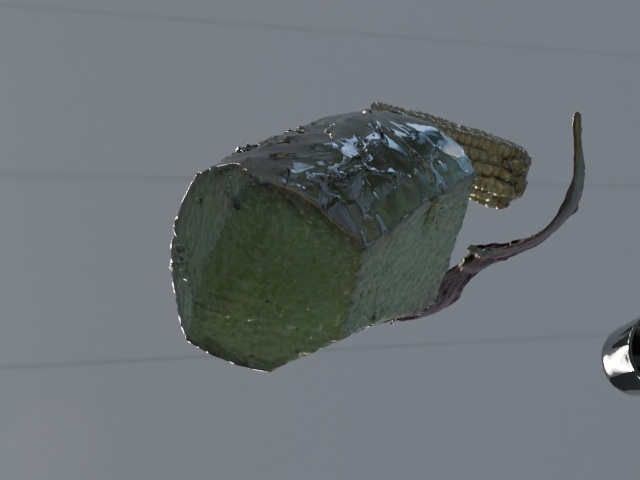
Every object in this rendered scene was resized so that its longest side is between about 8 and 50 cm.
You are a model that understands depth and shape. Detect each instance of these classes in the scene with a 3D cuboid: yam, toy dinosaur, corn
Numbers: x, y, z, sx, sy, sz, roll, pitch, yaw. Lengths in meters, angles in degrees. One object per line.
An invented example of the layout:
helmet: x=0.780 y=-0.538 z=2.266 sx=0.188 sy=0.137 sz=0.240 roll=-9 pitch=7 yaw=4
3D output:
yam: x=-0.003 y=-0.004 z=1.023 sx=0.202 sy=0.202 sz=0.271 roll=22 pitch=-155 yaw=14
toy dinosaur: x=0.171 y=-0.012 z=1.336 sx=0.207 sy=0.327 sz=0.113 roll=-22 pitch=-103 yaw=-41
corn: x=0.148 y=-0.104 z=1.415 sx=0.211 sy=0.087 sz=0.087 roll=21 pitch=-121 yaw=9

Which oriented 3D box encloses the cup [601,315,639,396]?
cup: x=0.301 y=0.114 z=1.056 sx=0.078 sy=0.077 sz=0.100 roll=-15 pitch=-100 yaw=-12
